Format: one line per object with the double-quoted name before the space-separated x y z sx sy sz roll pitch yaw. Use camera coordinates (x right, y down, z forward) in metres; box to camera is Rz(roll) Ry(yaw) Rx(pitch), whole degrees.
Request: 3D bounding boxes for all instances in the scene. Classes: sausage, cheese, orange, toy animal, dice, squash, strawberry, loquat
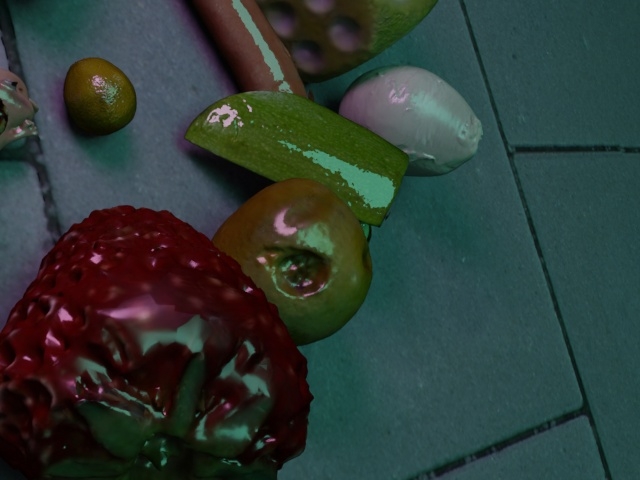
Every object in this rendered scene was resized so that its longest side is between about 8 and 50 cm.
"sausage" -0.139 -0.336 1.297 0.419 0.094 0.094 59 4 -7
"cheese" 0.126 -0.184 1.428 0.189 0.198 0.155 15 84 -31
"orange" -0.262 -0.171 1.110 0.095 0.085 0.085 52 44 -5
"toy animal" -0.364 -0.131 1.004 0.083 0.089 0.150 65 35 -33
"dice" 0.025 -0.394 1.392 0.238 0.226 0.233 52 46 -17
"squash" -0.020 -0.136 1.297 0.288 0.111 0.203 25 15 -3
"strawberry" -0.174 0.093 0.967 0.317 0.295 0.345 -2 51 -9
"loquat" -0.039 0.034 1.162 0.213 0.213 0.213 20 60 -39

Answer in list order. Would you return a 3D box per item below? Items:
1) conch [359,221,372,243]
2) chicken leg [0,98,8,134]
"conch" 0.000 0.000 1.313 0.170 0.079 0.106 -1 63 -31
"chicken leg" -0.447 -0.246 0.884 0.211 0.140 0.361 -17 82 -22
